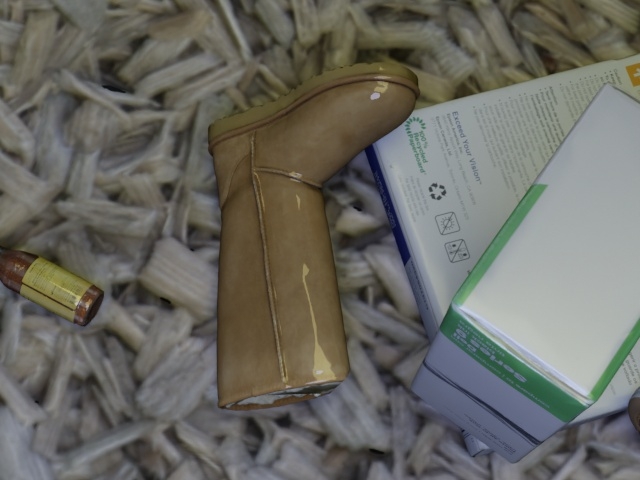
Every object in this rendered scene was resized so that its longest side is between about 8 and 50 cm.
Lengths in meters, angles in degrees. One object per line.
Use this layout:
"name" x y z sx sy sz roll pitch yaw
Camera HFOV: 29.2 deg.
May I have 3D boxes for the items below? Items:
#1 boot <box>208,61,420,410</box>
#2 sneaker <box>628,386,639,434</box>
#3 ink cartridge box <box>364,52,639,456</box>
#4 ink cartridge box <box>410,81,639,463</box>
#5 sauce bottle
"boot" 0.000 0.000 1.100 0.236 0.089 0.269 -20 66 35
"sneaker" 0.413 0.163 1.096 0.282 0.099 0.153 33 75 -9
"ink cartridge box" 0.244 0.002 1.163 0.330 0.071 0.324 -15 74 -10
"ink cartridge box" 0.184 0.042 0.962 0.121 0.289 0.211 34 74 9
"sauce bottle" -0.262 0.034 1.128 0.128 0.042 0.042 29 72 4
